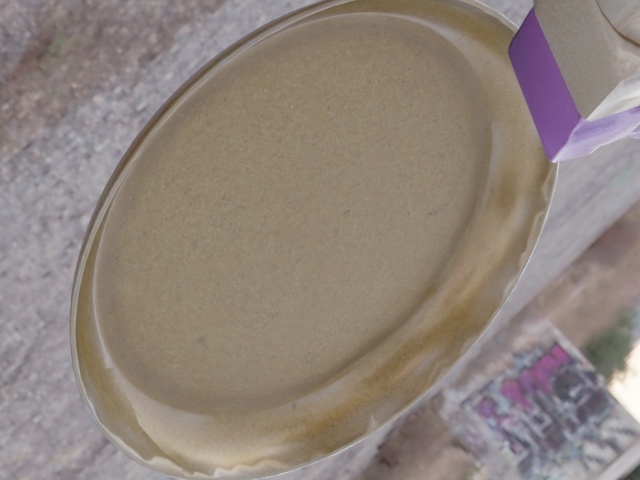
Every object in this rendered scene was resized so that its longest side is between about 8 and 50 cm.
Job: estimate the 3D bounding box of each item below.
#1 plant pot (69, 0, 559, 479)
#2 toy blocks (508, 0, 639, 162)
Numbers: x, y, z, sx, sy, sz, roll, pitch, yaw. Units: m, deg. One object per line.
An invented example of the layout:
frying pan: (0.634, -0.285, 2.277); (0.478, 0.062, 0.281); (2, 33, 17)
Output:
plant pot: (0.000, 0.000, 0.521); (0.236, 0.032, 0.236); (-21, 132, -25)
toy blocks: (0.182, -0.128, 0.295); (0.289, 0.309, 0.260); (-21, 169, -9)
